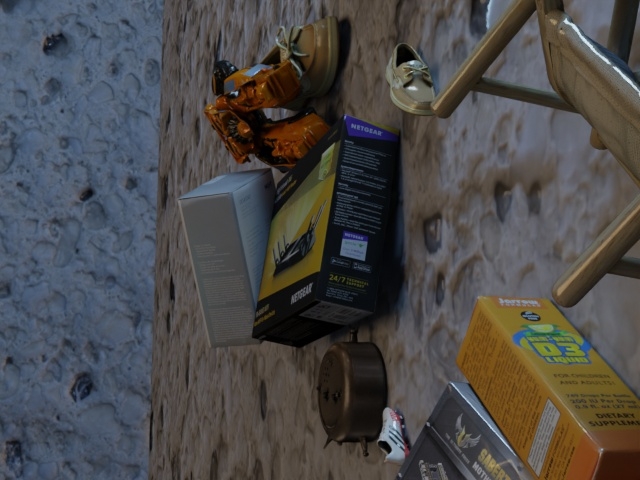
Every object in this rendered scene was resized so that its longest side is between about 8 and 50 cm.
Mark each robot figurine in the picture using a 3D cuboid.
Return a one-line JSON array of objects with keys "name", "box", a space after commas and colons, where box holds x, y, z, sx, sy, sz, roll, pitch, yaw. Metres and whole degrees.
[{"name": "robot figurine", "box": [-0.091, -0.189, 1.639, 0.211, 0.085, 0.291, 57, 158, -15]}]

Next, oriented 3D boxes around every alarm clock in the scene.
[{"name": "alarm clock", "box": [0.037, 0.176, 1.365, 0.129, 0.064, 0.192, 169, 107, -72]}]

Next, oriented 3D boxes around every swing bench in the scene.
[{"name": "swing bench", "box": [0.222, -0.121, 0.685, 0.253, 0.165, 0.254, -110, 34, -52]}]

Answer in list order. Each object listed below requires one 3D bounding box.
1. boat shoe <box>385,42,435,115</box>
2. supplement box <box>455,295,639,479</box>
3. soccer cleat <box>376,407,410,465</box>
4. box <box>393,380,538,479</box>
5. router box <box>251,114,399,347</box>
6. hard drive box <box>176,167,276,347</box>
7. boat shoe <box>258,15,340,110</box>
[{"name": "boat shoe", "box": [0.105, -0.189, 1.229, 0.135, 0.050, 0.045, -113, 26, -54]}, {"name": "supplement box", "box": [0.193, 0.131, 0.858, 0.233, 0.078, 0.080, -124, 40, -61]}, {"name": "soccer cleat", "box": [0.082, 0.231, 1.250, 0.083, 0.036, 0.029, -107, 26, -46]}, {"name": "box", "box": [0.144, 0.258, 0.882, 0.231, 0.056, 0.183, 48, 117, 50]}, {"name": "router box", "box": [0.000, 0.000, 1.411, 0.309, 0.081, 0.243, 142, 139, -67]}, {"name": "hard drive box", "box": [-0.119, 0.022, 1.600, 0.181, 0.089, 0.232, -40, -58, -68]}, {"name": "boat shoe", "box": [-0.043, -0.267, 1.636, 0.285, 0.089, 0.104, 144, 127, -67]}]
